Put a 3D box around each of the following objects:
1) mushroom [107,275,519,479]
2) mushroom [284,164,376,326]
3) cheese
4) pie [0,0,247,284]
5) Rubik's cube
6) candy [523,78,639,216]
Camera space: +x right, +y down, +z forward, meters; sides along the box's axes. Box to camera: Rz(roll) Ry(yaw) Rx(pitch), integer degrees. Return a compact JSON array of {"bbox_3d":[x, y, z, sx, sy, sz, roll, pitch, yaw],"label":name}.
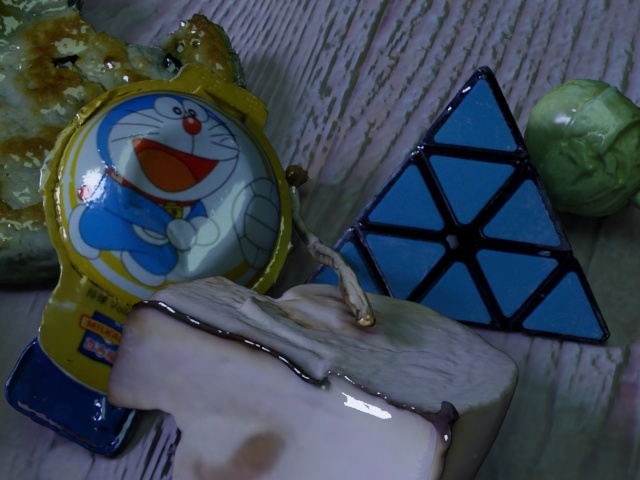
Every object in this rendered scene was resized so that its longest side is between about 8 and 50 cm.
[{"bbox_3d":[0.003,0.121,1.052,0.236,0.162,0.173,21,14,29],"label":"mushroom"},{"bbox_3d":[0.002,0.005,1.135,0.026,0.028,0.286,-25,24,0],"label":"mushroom"},{"bbox_3d":[-0.112,0.007,1.139,0.177,0.069,0.270,30,69,-15],"label":"cheese"},{"bbox_3d":[-0.203,-0.088,1.264,0.302,0.067,0.302,2,47,-2],"label":"pie"},{"bbox_3d":[0.101,-0.065,1.180,0.211,0.178,0.190,6,44,2],"label":"Rubik's cube"},{"bbox_3d":[0.269,0.011,1.184,0.093,0.092,0.335,-47,67,2],"label":"candy"}]
